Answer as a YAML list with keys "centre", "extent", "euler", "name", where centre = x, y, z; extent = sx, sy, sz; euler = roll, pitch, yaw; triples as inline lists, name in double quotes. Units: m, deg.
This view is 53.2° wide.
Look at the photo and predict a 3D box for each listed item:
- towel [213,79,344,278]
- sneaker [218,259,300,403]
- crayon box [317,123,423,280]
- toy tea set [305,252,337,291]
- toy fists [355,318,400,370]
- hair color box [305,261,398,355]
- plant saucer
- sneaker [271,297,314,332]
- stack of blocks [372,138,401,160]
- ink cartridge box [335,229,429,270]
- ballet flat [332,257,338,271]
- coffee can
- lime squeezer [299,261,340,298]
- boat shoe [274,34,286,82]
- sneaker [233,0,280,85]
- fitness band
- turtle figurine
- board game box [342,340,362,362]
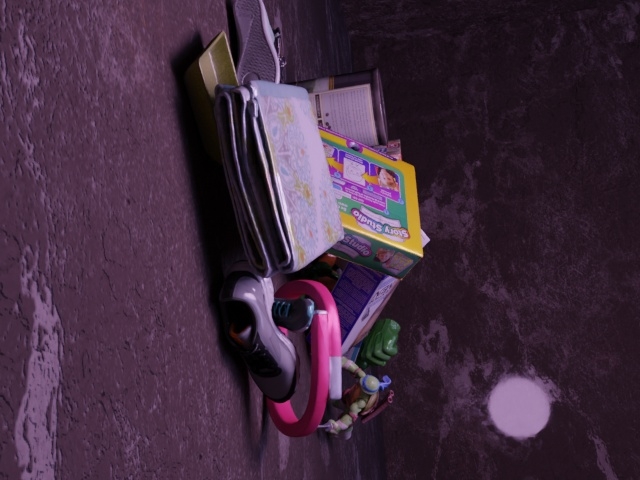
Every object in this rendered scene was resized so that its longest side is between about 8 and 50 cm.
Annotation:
- centre: [-0.065, -0.120, 1.153]
  extent: [0.374, 0.090, 0.320]
  euler: [-32, 111, -71]
  name: "towel"
- centre: [-0.113, 0.172, 1.089]
  extent: [0.108, 0.100, 0.271]
  euler: [-61, 138, -58]
  name: "sneaker"
- centre: [0.055, -0.106, 1.501]
  extent: [0.106, 0.363, 0.313]
  euler: [-52, -155, 42]
  name: "crayon box"
- centre: [0.000, 0.000, 1.892]
  extent: [0.336, 0.124, 0.200]
  euler: [-88, -163, -57]
  name: "toy tea set"
- centre: [0.164, 0.365, 2.154]
  extent: [0.096, 0.279, 0.142]
  euler: [39, 55, -16]
  name: "toy fists"
- centre: [0.109, 0.140, 1.664]
  extent: [0.185, 0.110, 0.339]
  euler: [-27, 151, -53]
  name: "hair color box"
- centre: [-0.179, -0.240, 1.090]
  extent: [0.188, 0.045, 0.188]
  euler: [-80, 161, -57]
  name: "plant saucer"
- centre: [-0.079, 0.130, 1.150]
  extent: [0.076, 0.166, 0.065]
  euler: [20, 70, -35]
  name: "sneaker"
- centre: [0.106, -0.239, 2.004]
  extent: [0.171, 0.297, 0.087]
  euler: [-75, 159, -64]
  name: "stack of blocks"
- centre: [0.177, 0.032, 1.885]
  extent: [0.100, 0.237, 0.172]
  euler: [48, -6, -19]
  name: "ink cartridge box"
- centre: [0.057, 0.051, 1.993]
  extent: [0.057, 0.173, 0.049]
  euler: [27, 26, -43]
  name: "ballet flat"
- centre: [0.029, -0.332, 1.685]
  extent: [0.201, 0.275, 0.201]
  euler: [-7, 90, -81]
  name: "coffee can"
- centre: [-0.008, 0.119, 1.701]
  extent: [0.310, 0.059, 0.110]
  euler: [-23, 100, -55]
  name: "lime squeezer"
- centre: [-0.110, -0.477, 1.678]
  extent: [0.046, 0.038, 0.125]
  euler: [-71, 153, -68]
  name: "boat shoe"
- centre: [-0.125, -0.378, 1.365]
  extent: [0.151, 0.094, 0.256]
  euler: [29, 56, -82]
  name: "sneaker"
- centre: [-0.041, 0.218, 1.200]
  extent: [0.054, 0.209, 0.290]
  euler: [8, 75, -34]
  name: "fitness band"
- centre: [0.044, 0.435, 1.771]
  extent: [0.266, 0.275, 0.198]
  euler: [103, -32, -51]
  name: "turtle figurine"
- centre: [0.116, 0.199, 2.139]
  extent: [0.336, 0.079, 0.253]
  euler: [-81, -174, -56]
  name: "board game box"
